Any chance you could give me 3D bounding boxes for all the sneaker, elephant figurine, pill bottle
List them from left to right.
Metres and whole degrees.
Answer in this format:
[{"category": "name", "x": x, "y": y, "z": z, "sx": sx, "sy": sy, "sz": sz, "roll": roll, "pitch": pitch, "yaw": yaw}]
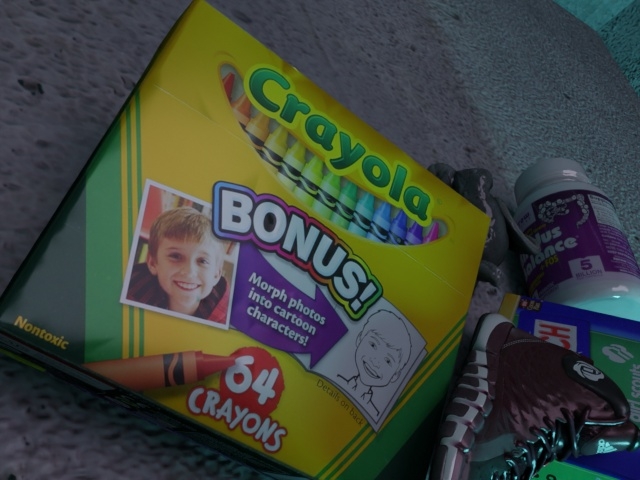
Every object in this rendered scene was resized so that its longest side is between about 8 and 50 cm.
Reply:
[{"category": "elephant figurine", "x": 0.221, "y": -0.006, "z": 0.916, "sx": 0.239, "sy": 0.169, "sz": 0.186, "roll": 26, "pitch": 70, "yaw": -51}, {"category": "sneaker", "x": 0.190, "y": 0.175, "z": 0.561, "sx": 0.162, "sy": 0.106, "sz": 0.281, "roll": 14, "pitch": 39, "yaw": 18}, {"category": "pill bottle", "x": 0.408, "y": 0.012, "z": 1.060, "sx": 0.169, "sy": 0.169, "sz": 0.301, "roll": 26, "pitch": 43, "yaw": -28}]

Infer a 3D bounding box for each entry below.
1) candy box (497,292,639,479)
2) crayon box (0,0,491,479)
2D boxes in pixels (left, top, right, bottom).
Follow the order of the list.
[{"category": "candy box", "x": 0.329, "y": 0.200, "z": 0.721, "sx": 0.317, "sy": 0.122, "sz": 0.268, "roll": 11, "pitch": 32, "yaw": 22}, {"category": "crayon box", "x": -0.037, "y": 0.025, "z": 0.571, "sx": 0.363, "sy": 0.106, "sz": 0.313, "roll": 33, "pitch": 61, "yaw": -22}]
